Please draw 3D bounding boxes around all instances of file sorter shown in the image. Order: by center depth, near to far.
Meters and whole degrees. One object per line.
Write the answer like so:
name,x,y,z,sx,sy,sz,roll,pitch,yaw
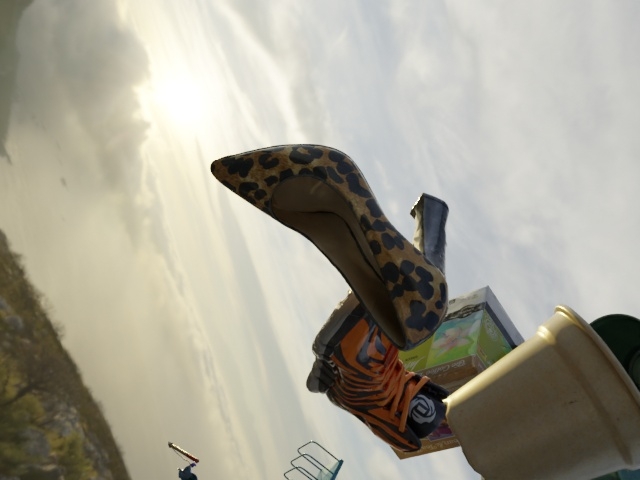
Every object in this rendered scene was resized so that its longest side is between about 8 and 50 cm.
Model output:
file sorter,-0.040,0.631,1.573,0.104,0.170,0.118,38,-43,-3

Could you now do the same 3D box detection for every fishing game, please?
fishing game,-0.250,0.543,1.224,0.189,0.041,0.264,0,-70,53

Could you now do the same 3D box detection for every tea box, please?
tea box,0.311,0.329,1.505,0.220,0.329,0.323,54,33,-15

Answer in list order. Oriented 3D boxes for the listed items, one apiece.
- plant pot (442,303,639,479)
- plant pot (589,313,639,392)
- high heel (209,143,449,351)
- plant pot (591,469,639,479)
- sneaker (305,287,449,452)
plant pot,0.414,0.338,1.147,0.333,0.306,0.334,60,6,-10
plant pot,0.911,0.372,1.737,0.293,0.196,0.293,-34,-131,50
high heel,0.000,0.000,0.579,0.093,0.261,0.186,105,-1,-47
plant pot,0.751,0.622,1.480,0.255,0.272,0.271,103,-33,-44
sneaker,0.088,0.159,0.757,0.180,0.124,0.321,33,-25,14
